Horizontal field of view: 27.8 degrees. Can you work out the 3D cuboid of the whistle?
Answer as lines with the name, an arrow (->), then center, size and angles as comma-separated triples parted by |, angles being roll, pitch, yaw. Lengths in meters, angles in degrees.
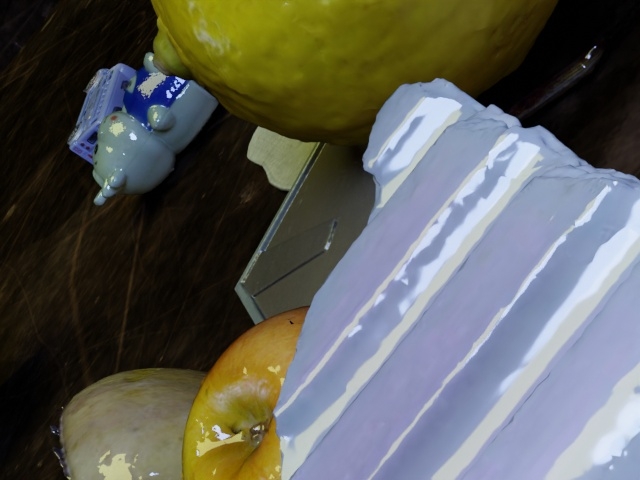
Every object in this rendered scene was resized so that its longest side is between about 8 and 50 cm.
whistle -> -0.161, -0.137, 1.329 | 0.244, 0.092, 0.110 | -54, 11, 2

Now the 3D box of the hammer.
hammer -> 0.103, -0.062, 0.776 | 0.178, 0.021, 0.065 | -35, 28, 34

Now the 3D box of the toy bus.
toy bus -> -0.245, -0.155, 1.560 | 0.076, 0.073, 0.167 | -42, 26, 32

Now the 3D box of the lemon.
lemon -> 0.029, -0.191, 0.804 | 0.284, 0.260, 0.260 | -30, 11, -27

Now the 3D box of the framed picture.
framed picture -> 0.000, 0.000, 0.857 | 0.150, 0.015, 0.203 | -60, 18, 6

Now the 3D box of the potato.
potato -> -0.079, 0.113, 0.760 | 0.100, 0.120, 0.261 | -45, 23, 6

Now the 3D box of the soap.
soap -> 0.037, 0.114, 0.447 | 0.302, 0.159, 0.258 | -50, 25, 3

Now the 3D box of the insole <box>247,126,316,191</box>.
insole -> -0.029, -0.076, 1.076 | 0.063, 0.010, 0.192 | -54, 22, 0

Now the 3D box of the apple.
apple -> 0.002, 0.097, 0.589 | 0.146, 0.146, 0.146 | -44, 24, 24
